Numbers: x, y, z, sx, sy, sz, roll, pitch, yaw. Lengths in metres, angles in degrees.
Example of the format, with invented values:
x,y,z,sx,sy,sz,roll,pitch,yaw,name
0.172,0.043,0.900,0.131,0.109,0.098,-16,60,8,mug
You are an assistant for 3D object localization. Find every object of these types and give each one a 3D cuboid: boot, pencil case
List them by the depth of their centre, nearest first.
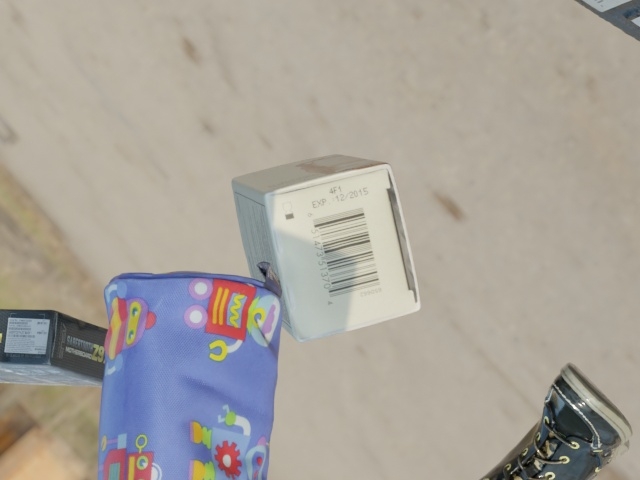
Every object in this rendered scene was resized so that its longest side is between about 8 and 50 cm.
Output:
x,y,z,sx,sy,sz,roll,pitch,yaw,name
-0.088,0.168,1.262,0.119,0.306,0.133,-12,160,41,pencil case
0.217,0.221,1.851,0.085,0.178,0.236,49,177,22,boot

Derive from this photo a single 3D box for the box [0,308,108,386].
x,y,z,sx,sy,sz,roll,pitch,yaw,name
-0.327,0.108,1.891,0.233,0.059,0.183,1,168,22,box

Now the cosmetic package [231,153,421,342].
x,y,z,sx,sy,sz,roll,pitch,yaw,name
0.000,0.000,1.872,0.296,0.129,0.153,-149,46,-79,cosmetic package

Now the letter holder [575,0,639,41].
x,y,z,sx,sy,sz,roll,pitch,yaw,name
0.185,-0.273,1.142,0.302,0.214,0.152,31,174,-8,letter holder
